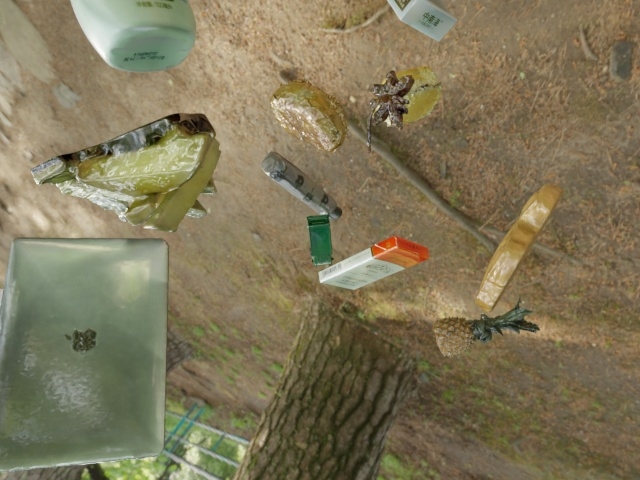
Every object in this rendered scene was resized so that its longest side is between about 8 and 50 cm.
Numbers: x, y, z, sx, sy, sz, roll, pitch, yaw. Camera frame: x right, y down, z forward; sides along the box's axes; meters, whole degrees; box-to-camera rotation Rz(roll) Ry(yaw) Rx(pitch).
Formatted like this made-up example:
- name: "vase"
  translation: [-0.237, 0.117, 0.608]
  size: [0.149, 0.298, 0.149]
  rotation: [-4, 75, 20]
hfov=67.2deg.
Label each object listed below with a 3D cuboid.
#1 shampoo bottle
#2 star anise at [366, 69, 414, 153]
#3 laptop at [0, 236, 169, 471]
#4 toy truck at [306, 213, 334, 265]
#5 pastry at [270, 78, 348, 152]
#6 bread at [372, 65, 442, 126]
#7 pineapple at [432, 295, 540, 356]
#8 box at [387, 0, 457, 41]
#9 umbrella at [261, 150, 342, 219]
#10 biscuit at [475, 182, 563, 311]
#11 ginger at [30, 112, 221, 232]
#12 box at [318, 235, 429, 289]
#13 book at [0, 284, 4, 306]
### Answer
- name: "shampoo bottle"
  translation: [-0.382, -0.512, 0.929]
  size: [0.151, 0.222, 0.349]
  rotation: [-32, 78, 52]
- name: "star anise"
  translation: [0.135, -0.272, 1.024]
  size: [0.097, 0.190, 0.070]
  rotation: [12, 179, 25]
- name: "laptop"
  translation: [-0.279, 0.120, 0.570]
  size: [0.188, 0.269, 0.015]
  rotation: [1, 156, -16]
- name: "toy truck"
  translation: [0.000, 0.000, 1.322]
  size: [0.065, 0.079, 0.147]
  rotation: [-6, 124, -2]
- name: "pastry"
  translation: [-0.026, -0.455, 1.733]
  size: [0.311, 0.162, 0.255]
  rotation: [31, 167, 19]
- name: "bread"
  translation: [0.282, -0.461, 1.552]
  size: [0.121, 0.246, 0.174]
  rotation: [49, 145, 20]
- name: "pineapple"
  translation: [0.463, 0.245, 1.367]
  size: [0.278, 0.118, 0.130]
  rotation: [-19, 153, 10]
- name: "box"
  translation: [0.212, -0.604, 1.164]
  size: [0.067, 0.155, 0.242]
  rotation: [-44, 57, 35]
- name: "umbrella"
  translation: [-0.038, -0.138, 1.329]
  size: [0.337, 0.067, 0.073]
  rotation: [33, -158, -51]
- name: "biscuit"
  translation: [0.439, 0.018, 1.085]
  size: [0.057, 0.312, 0.351]
  rotation: [30, -178, 22]
- name: "ginger"
  translation: [-0.366, -0.108, 1.022]
  size: [0.211, 0.359, 0.413]
  rotation: [69, 163, -6]
- name: "box"
  translation: [0.128, 0.061, 1.182]
  size: [0.139, 0.035, 0.245]
  rotation: [17, 145, -42]
- name: "book"
  translation: [-0.675, 0.133, 0.988]
  size: [0.012, 0.118, 0.172]
  rotation: [61, 174, 19]
